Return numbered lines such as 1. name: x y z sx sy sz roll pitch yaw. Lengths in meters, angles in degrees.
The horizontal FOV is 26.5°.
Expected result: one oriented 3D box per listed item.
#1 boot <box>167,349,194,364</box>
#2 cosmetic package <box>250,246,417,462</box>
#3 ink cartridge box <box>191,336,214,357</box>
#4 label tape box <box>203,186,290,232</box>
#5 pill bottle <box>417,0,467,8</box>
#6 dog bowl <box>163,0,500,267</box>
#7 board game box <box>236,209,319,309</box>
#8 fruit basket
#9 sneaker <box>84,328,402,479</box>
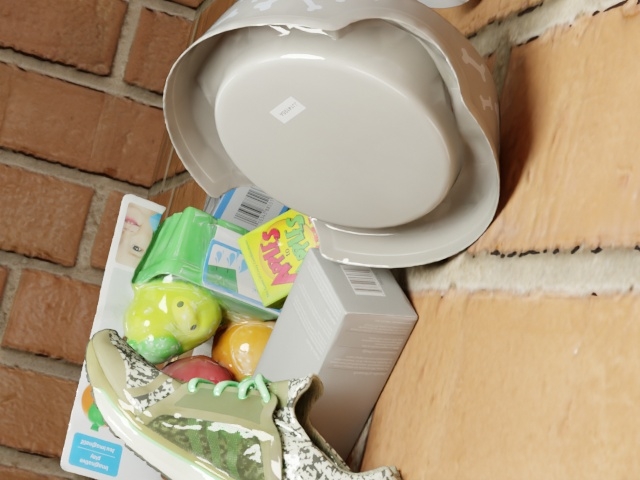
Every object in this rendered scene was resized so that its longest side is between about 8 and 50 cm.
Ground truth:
1. boot: -0.149 0.293 1.933 0.115 0.112 0.305 -12 85 60
2. cosmetic package: 0.005 0.138 1.549 0.127 0.107 0.238 61 138 46
3. ink cartridge box: -0.094 0.212 1.842 0.061 0.181 0.104 -11 -58 -66
4. label tape box: -0.093 -0.139 2.145 0.241 0.106 0.334 123 164 -46
5. pill bottle: 0.143 -0.380 1.572 0.121 0.121 0.216 129 153 -57
6. dog bowl: 0.021 -0.120 1.368 0.349 0.348 0.102 -54 12 53
7. board game box: 0.000 0.000 1.601 0.181 0.043 0.092 -29 73 17
8. fruit basket: -0.131 0.150 1.669 0.165 0.327 0.353 -31 44 48
9. sneaker: -0.075 0.200 1.460 0.182 0.410 0.158 -53 -19 2
